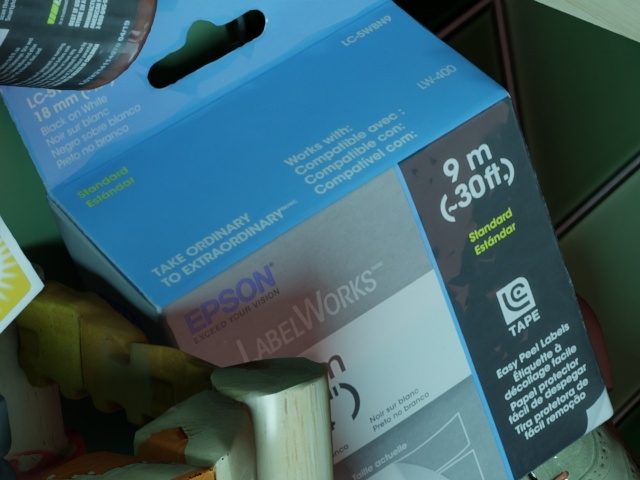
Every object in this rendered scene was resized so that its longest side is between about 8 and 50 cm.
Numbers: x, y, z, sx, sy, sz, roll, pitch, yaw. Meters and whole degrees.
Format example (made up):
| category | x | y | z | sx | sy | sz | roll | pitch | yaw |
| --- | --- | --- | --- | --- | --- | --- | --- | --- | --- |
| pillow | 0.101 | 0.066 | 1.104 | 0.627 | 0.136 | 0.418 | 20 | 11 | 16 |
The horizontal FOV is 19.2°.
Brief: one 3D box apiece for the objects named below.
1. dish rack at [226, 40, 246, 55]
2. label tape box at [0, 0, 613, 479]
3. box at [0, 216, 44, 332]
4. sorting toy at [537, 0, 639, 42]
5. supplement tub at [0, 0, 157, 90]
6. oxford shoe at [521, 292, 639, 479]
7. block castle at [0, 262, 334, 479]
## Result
| category | x | y | z | sx | sy | sz | roll | pitch | yaw |
| --- | --- | --- | --- | --- | --- | --- | --- | --- | --- |
| dish rack | 0.000 | 0.000 | 1.167 | 0.271 | 0.074 | 0.208 | 22 | 89 | -51 |
| label tape box | 0.002 | 0.013 | 1.053 | 0.240 | 0.106 | 0.334 | -32 | 117 | -20 |
| box | -0.233 | -0.005 | 0.793 | 0.114 | 0.203 | 0.103 | -48 | 137 | -23 |
| sorting toy | 0.147 | -0.272 | 1.113 | 0.257 | 0.089 | 0.255 | 20 | 100 | -10 |
| supplement tub | -0.177 | -0.127 | 0.880 | 0.198 | 0.106 | 0.106 | 1 | 106 | -49 |
| oxford shoe | 0.139 | 0.148 | 1.243 | 0.123 | 0.348 | 0.130 | -40 | 131 | 21 |
| block castle | -0.213 | 0.189 | 0.834 | 0.453 | 0.303 | 0.213 | -22 | 116 | -42 |
